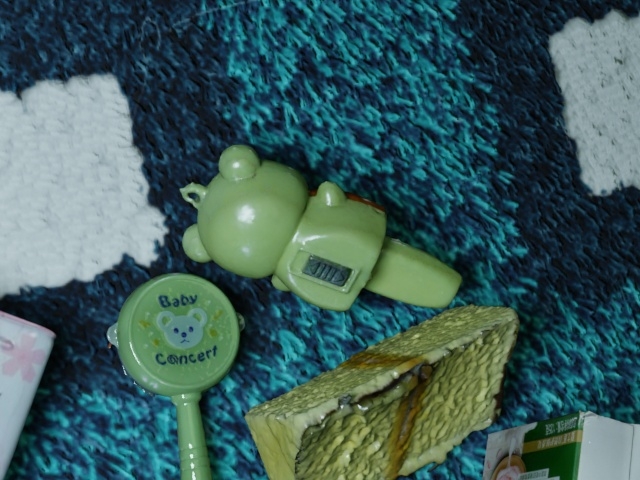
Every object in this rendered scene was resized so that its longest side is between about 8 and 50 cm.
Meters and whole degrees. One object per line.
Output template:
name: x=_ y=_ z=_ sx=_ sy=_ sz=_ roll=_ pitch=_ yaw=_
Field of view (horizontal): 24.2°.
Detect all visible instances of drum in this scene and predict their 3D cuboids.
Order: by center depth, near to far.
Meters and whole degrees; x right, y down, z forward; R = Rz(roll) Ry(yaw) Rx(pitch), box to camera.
drum: x=-0.106 y=0.151 z=1.390 sx=0.130 sy=0.049 sz=0.253 roll=-21 pitch=86 yaw=-23

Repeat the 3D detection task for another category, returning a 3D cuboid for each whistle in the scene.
whistle: x=0.000 y=0.000 z=1.429 sx=0.288 sy=0.131 sz=0.106 roll=19 pitch=30 yaw=-15

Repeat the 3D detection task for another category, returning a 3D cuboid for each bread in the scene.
bread: x=0.062 y=0.154 z=1.421 sx=0.266 sy=0.142 sz=0.178 roll=-21 pitch=127 yaw=-25

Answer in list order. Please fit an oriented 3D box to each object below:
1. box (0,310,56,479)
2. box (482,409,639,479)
box: x=-0.371 y=0.220 z=1.245 sx=0.190 sy=0.112 sz=0.369 roll=23 pitch=73 yaw=-14
box: x=0.224 y=0.243 z=1.413 sx=0.081 sy=0.199 sz=0.135 roll=15 pitch=71 yaw=-14
